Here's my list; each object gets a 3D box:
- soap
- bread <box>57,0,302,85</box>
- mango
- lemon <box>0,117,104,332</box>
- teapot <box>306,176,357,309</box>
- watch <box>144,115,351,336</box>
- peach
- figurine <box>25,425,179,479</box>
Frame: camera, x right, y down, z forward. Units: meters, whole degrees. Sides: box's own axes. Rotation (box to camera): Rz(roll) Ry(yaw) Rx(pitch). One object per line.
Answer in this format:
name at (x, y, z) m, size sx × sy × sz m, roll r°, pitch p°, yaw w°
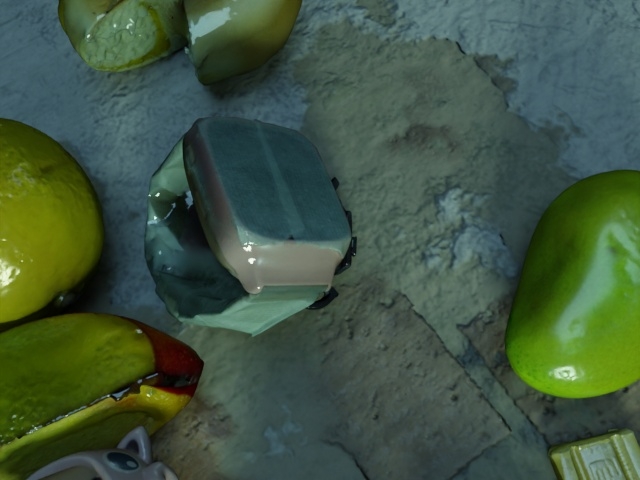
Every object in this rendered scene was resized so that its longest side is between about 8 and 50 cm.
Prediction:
soap at (0.328, 0.330, 0.668) m, size 0.092 × 0.037 × 0.252 m, roll -16°, pitch 69°, yaw -3°
bread at (-0.186, -0.344, 0.890) m, size 0.332 × 0.160 × 0.333 m, roll -1°, pitch 70°, yaw 2°
mango at (0.320, 0.052, 0.714) m, size 0.185 × 0.149 × 0.273 m, roll 22°, pitch 78°, yaw 4°
lemon at (-0.362, -0.005, 0.742) m, size 0.219 × 0.240 × 0.240 m, roll 40°, pitch 77°, yaw 1°
teapot at (0.000, 0.000, 0.795) m, size 0.096 × 0.087 × 0.177 m, roll 9°, pitch 69°, yaw -20°
watch at (-0.112, -0.008, 0.718) m, size 0.161 × 0.241 × 0.253 m, roll 5°, pitch 51°, yaw -39°
peach at (-0.270, 0.163, 0.708) m, size 0.267 × 0.159 × 0.154 m, roll -25°, pitch 60°, yaw -19°
figurine at (-0.264, 0.317, 0.622) m, size 0.287 × 0.186 × 0.176 m, roll -28°, pitch 76°, yaw 10°
